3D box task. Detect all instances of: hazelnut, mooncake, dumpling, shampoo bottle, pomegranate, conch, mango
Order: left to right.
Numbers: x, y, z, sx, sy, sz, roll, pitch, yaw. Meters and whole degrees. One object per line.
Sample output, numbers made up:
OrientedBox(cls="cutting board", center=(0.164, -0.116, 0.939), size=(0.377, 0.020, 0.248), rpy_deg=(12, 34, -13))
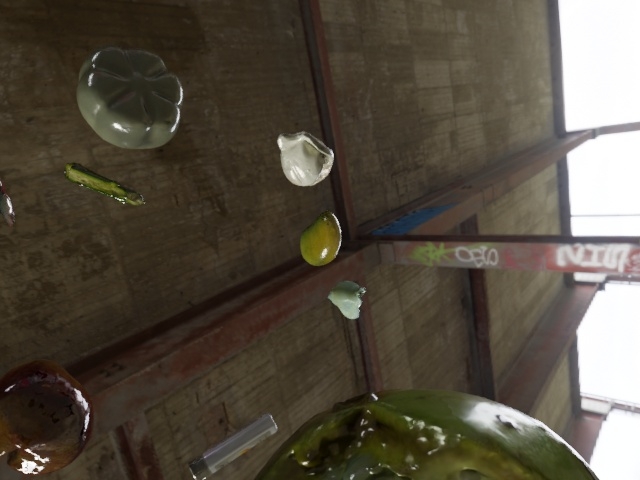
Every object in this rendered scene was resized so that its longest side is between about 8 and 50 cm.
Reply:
OrientedBox(cls="hazelnut", center=(-0.618, 0.385, 1.030), size=(0.217, 0.217, 0.251), rpy_deg=(-37, -60, -43))
OrientedBox(cls="mooncake", center=(-0.483, -0.373, 1.191), size=(0.275, 0.135, 0.274), rpy_deg=(13, -113, -34))
OrientedBox(cls="shampoo bottle", center=(-0.221, 0.526, 1.179), size=(0.228, 0.055, 0.086), rpy_deg=(-27, -24, -20))
OrientedBox(cls="dumpling", center=(-0.036, -0.206, 1.163), size=(0.199, 0.136, 0.118), rpy_deg=(54, -145, -56))
OrientedBox(cls="mango", center=(0.000, 0.004, 1.312), size=(0.086, 0.191, 0.122), rpy_deg=(-8, -110, -25))
OrientedBox(cls="conch", center=(0.057, 0.139, 1.088), size=(0.065, 0.180, 0.088), rpy_deg=(10, -101, -23))
OrientedBox(cls="pomegranate", center=(0.091, 0.292, 0.375), size=(0.216, 0.310, 0.358), rpy_deg=(18, -130, -83))

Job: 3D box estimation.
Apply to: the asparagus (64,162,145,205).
OrientedBox(cls="asparagus", center=(-0.280, -0.072, 0.597), size=(0.108, 0.021, 0.025), rpy_deg=(24, -80, -11))

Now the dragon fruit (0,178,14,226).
OrientedBox(cls="dragon fruit", center=(-0.272, -0.007, 0.239), size=(0.188, 0.183, 0.182), rpy_deg=(-83, -29, -58))
